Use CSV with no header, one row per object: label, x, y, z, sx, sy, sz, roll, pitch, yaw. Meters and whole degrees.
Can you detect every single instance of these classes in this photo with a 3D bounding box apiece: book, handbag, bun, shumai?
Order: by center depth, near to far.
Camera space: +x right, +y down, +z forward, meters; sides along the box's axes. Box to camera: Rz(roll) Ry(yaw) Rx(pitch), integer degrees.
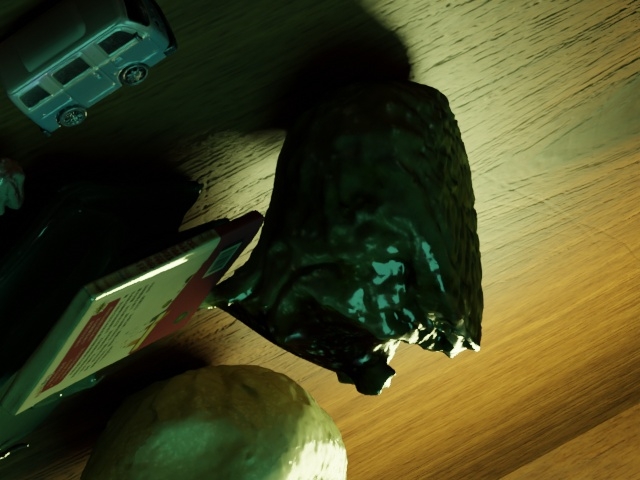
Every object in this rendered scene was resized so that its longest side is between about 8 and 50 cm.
book,-0.155,0.058,1.104,0.232,0.022,0.162,-26,159,-53
handbag,-0.241,0.081,1.190,0.326,0.089,0.238,-47,168,21
shumai,0.000,0.000,1.251,0.288,0.292,0.330,-8,152,15
bun,-0.153,0.289,1.584,0.349,0.227,0.352,-15,149,-30

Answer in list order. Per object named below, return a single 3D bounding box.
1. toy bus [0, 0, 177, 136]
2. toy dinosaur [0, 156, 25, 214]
toy bus,-0.176,-0.141,0.948,0.123,0.060,0.075,-32,152,9
toy dinosaur,-0.285,-0.089,0.931,0.167,0.053,0.242,-20,142,-33
